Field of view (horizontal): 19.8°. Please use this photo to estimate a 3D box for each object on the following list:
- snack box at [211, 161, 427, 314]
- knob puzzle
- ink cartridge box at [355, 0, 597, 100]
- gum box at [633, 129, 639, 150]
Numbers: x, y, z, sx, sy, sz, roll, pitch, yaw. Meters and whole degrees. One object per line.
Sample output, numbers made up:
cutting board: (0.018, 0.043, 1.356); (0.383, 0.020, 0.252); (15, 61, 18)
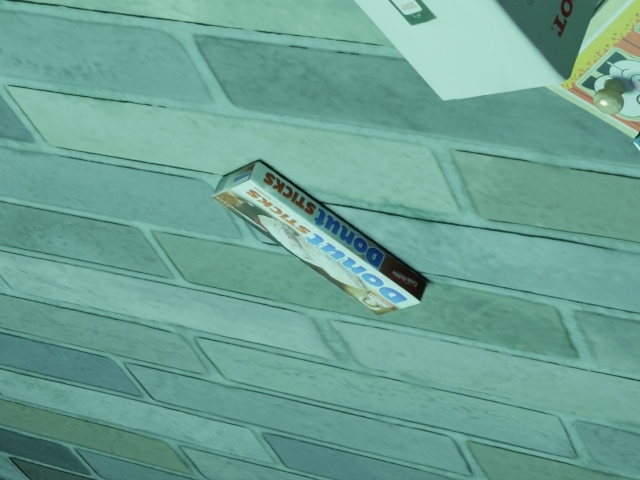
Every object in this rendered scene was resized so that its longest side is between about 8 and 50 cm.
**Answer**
snack box: (0.000, 0.000, 1.463); (0.178, 0.022, 0.064); (35, 152, -21)
knob puzzle: (0.241, -0.080, 1.083); (0.213, 0.030, 0.213); (20, 154, 10)
ink cartridge box: (0.060, -0.189, 0.896); (0.086, 0.148, 0.203); (-5, 143, 43)
gum box: (0.245, -0.009, 0.959); (0.041, 0.157, 0.184); (-38, 91, 22)
